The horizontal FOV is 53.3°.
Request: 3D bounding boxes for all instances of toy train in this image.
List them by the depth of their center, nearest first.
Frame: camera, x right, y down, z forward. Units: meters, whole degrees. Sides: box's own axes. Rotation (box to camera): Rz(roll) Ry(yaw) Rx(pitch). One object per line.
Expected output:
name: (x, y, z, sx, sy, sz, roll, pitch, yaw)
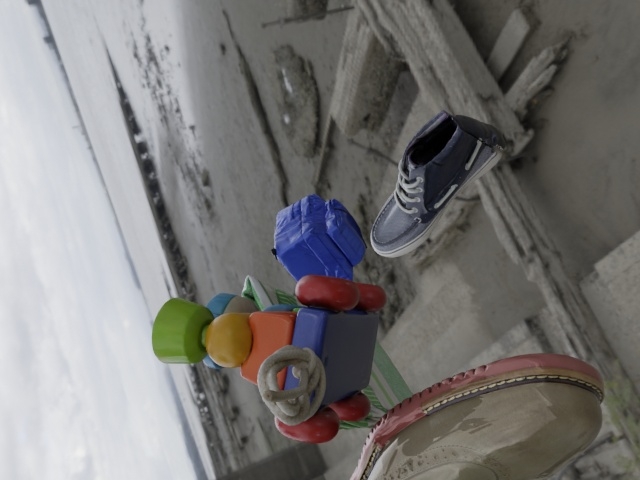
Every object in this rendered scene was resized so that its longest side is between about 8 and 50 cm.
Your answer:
toy train: (-0.051, 0.069, 0.424, 0.248, 0.144, 0.105, 20, -102, -71)

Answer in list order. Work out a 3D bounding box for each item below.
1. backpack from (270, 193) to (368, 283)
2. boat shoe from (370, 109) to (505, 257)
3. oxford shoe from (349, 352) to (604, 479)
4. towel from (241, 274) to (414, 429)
backpack: (0.000, 0.000, 0.792, 0.098, 0.101, 0.120, 58, -171, -28)
boat shoe: (0.181, -0.107, 1.218, 0.340, 0.158, 0.127, -50, 52, 23)
oxford shoe: (0.073, 0.212, 0.439, 0.348, 0.123, 0.130, -56, 24, 33)
towel: (0.032, 0.174, 0.939, 0.325, 0.038, 0.247, 25, -155, -53)
